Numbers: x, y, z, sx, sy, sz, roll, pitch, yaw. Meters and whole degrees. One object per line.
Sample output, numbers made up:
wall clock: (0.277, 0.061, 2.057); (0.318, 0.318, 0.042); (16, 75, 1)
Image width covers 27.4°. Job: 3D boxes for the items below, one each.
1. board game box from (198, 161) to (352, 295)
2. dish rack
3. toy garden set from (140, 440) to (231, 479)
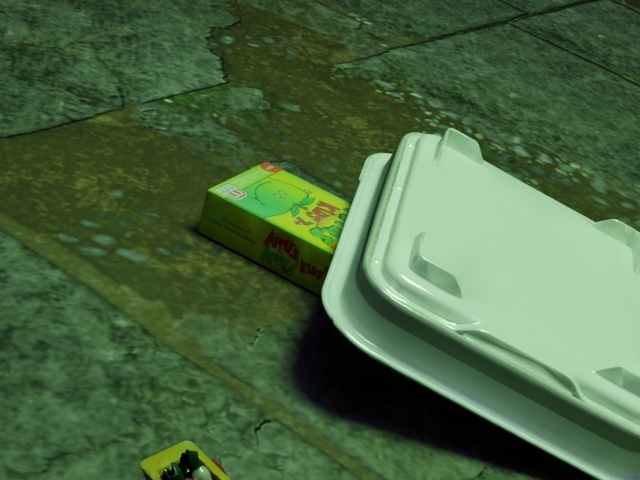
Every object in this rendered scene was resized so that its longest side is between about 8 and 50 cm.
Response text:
board game box: (0.000, 0.000, 1.094); (0.181, 0.043, 0.092); (27, 29, 20)
dish rack: (0.157, 0.029, 1.034); (0.285, 0.072, 0.333); (29, 29, -4)
toy garden set: (-0.067, 0.199, 0.683); (0.244, 0.049, 0.204); (34, 32, 30)
